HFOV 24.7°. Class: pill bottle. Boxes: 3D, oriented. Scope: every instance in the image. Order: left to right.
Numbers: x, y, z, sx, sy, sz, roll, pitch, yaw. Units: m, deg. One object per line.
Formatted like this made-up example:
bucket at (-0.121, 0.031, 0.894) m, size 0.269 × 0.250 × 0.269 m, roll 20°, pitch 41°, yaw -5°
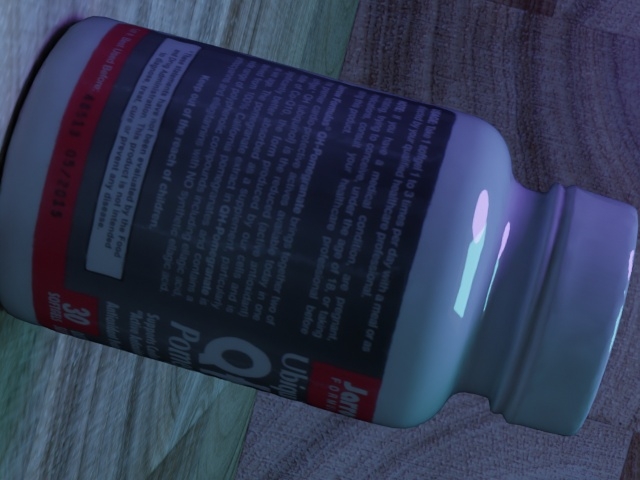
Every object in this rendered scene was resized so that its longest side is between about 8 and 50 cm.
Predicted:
pill bottle at (0.000, 0.000, 0.796) m, size 0.176 × 0.318 × 0.176 m, roll 16°, pitch 90°, yaw -85°
